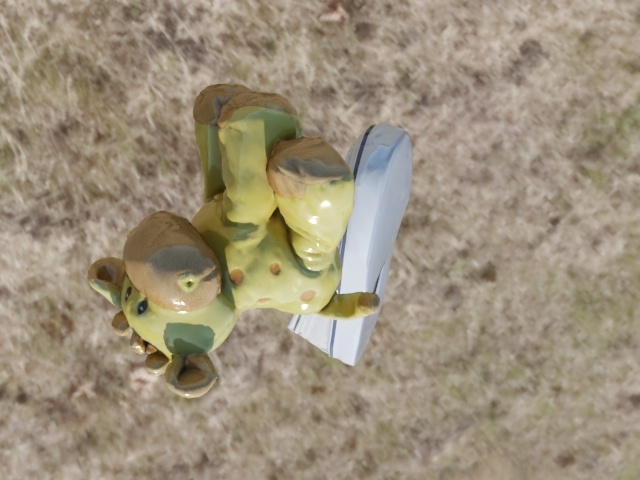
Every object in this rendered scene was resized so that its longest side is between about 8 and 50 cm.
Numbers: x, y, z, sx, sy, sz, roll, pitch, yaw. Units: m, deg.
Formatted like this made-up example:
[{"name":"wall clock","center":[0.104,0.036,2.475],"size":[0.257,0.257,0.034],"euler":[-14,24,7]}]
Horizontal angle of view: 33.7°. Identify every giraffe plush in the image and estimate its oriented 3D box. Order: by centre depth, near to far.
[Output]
[{"name":"giraffe plush","center":[-0.077,0.011,0.772],"size":[0.170,0.181,0.210],"euler":[-29,120,-21]}]

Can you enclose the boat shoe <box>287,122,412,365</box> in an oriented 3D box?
[{"name":"boat shoe","center":[0.003,-0.005,1.204],"size":[0.367,0.156,0.136],"euler":[96,18,-53]}]
